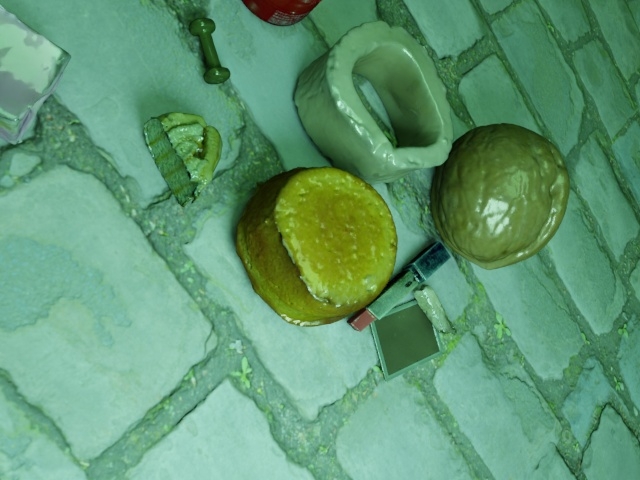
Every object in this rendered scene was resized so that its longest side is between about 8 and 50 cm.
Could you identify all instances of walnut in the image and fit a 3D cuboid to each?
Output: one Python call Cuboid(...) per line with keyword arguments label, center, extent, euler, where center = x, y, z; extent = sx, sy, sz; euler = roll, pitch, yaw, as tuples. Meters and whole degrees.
Cuboid(label="walnut", center=(0.396, -0.098, 1.138), extent=(0.333, 0.333, 0.332), euler=(6, 78, -31))

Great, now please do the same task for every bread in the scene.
Cuboid(label="bread", center=(0.004, 0.004, 0.936), extent=(0.313, 0.172, 0.311), euler=(6, 78, -29))
Cuboid(label="bread", center=(-0.223, -0.149, 0.873), extent=(0.110, 0.103, 0.156), euler=(-32, 105, -43))

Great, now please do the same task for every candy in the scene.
Cuboid(label="candy", center=(-0.511, -0.270, 0.697), extent=(0.265, 0.116, 0.155), euler=(30, 67, -24))

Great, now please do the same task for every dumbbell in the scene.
Cuboid(label="dumbbell", center=(-0.208, -0.355, 0.943), extent=(0.052, 0.046, 0.117), euler=(-16, 90, -38))

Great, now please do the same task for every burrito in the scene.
Cuboid(label="burrito", center=(0.260, 0.164, 1.132), extent=(0.149, 0.041, 0.055), euler=(57, 45, -11))

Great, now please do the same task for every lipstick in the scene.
Cuboid(label="lipstick", center=(0.169, 0.104, 1.091), extent=(0.312, 0.051, 0.051), euler=(-36, 92, -31))

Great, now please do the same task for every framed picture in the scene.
Cuboid(label="framed picture", center=(0.192, 0.213, 1.113), extent=(0.183, 0.011, 0.141), euler=(-15, 89, -33))

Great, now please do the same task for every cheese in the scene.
Cuboid(label="cheese", center=(0.123, -0.274, 1.073), extent=(0.292, 0.153, 0.332), euler=(-40, 102, -30))

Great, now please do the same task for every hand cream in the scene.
Cuboid(label="hand cream", center=(-0.073, -0.546, 1.013), extent=(0.193, 0.125, 0.192), euler=(7, 77, -31))
